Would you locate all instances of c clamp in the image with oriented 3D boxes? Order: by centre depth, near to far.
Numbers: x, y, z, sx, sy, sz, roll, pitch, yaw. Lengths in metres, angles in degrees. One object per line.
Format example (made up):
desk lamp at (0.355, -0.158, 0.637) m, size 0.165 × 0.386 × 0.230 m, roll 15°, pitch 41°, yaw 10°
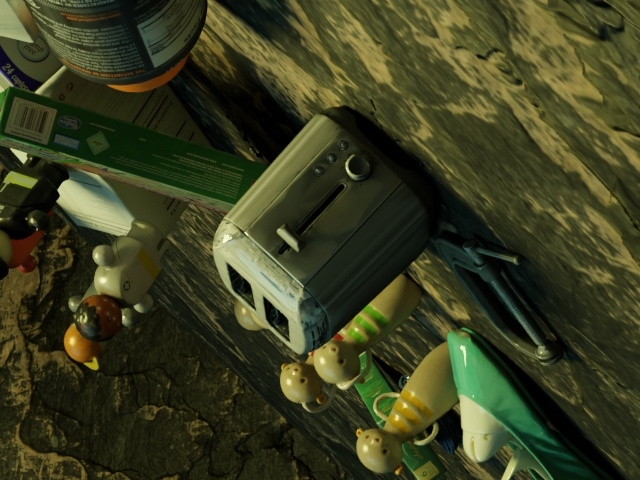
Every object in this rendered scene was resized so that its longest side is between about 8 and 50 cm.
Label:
c clamp at (0.145, 0.050, 1.179) m, size 0.137 × 0.022 × 0.161 m, roll 29°, pitch 161°, yaw 54°

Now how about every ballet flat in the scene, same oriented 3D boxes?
ballet flat at (0.188, 0.194, 1.392) m, size 0.247 × 0.087 × 0.083 m, roll 46°, pitch 170°, yaw -8°

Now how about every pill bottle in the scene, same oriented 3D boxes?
pill bottle at (-0.152, -0.194, 1.063) m, size 0.130 × 0.130 × 0.246 m, roll 41°, pitch 168°, yaw 15°

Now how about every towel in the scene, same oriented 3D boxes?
towel at (0.134, 0.213, 1.821) m, size 0.067 × 0.029 × 0.119 m, roll 36°, pitch 167°, yaw 40°

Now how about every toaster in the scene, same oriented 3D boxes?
toaster at (0.000, 0.000, 1.195) m, size 0.129 × 0.146 × 0.227 m, roll 43°, pitch 169°, yaw 9°

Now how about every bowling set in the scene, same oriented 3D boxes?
bowling set at (0.001, 0.071, 1.441) m, size 0.287 × 0.154 × 0.200 m, roll 36°, pitch 167°, yaw 35°

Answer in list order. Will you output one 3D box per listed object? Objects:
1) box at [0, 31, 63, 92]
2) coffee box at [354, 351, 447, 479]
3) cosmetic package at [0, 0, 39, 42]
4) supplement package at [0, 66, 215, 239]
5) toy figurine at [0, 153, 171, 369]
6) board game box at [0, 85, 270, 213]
box at (-0.277, -0.221, 1.403) m, size 0.126 × 0.137 × 0.072 m, roll 46°, pitch 168°, yaw -11°
coffee box at (0.092, 0.219, 1.836) m, size 0.113 × 0.040 × 0.184 m, roll 56°, pitch 180°, yaw -20°
cosmetic package at (-0.329, -0.257, 1.157) m, size 0.224 × 0.138 × 0.224 m, roll 12°, pitch 176°, yaw -4°
supplement package at (-0.240, -0.124, 1.573) m, size 0.139 × 0.134 × 0.244 m, roll 15°, pitch 153°, yaw 36°
toy figurine at (-0.280, 0.031, 1.573) m, size 0.209 × 0.148 × 0.213 m, roll 34°, pitch 158°, yaw -7°
board game box at (-0.146, -0.069, 1.358) m, size 0.317 × 0.046 × 0.213 m, roll 17°, pitch 177°, yaw -17°
